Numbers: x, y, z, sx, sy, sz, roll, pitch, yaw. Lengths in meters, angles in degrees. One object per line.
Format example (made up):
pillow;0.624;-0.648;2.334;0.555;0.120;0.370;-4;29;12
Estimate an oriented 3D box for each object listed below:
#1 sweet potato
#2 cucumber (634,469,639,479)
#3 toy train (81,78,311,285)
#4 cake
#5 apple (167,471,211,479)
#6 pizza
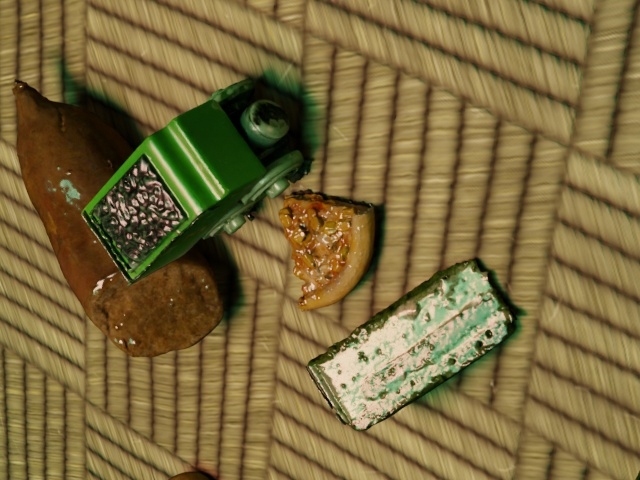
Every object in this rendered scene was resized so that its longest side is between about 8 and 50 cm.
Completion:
sweet potato;-0.254;-0.034;1.966;0.370;0.157;0.158;60;139;17
cucumber;0.323;0.257;1.627;0.056;0.056;0.250;38;133;24
toy train;-0.136;-0.064;1.800;0.132;0.188;0.243;54;138;4
cake;0.111;0.104;1.767;0.235;0.099;0.100;-36;83;27
apple;-0.168;0.341;2.130;0.089;0.074;0.090;23;128;33
pizza;0.000;0.000;1.812;0.131;0.041;0.178;57;138;7
